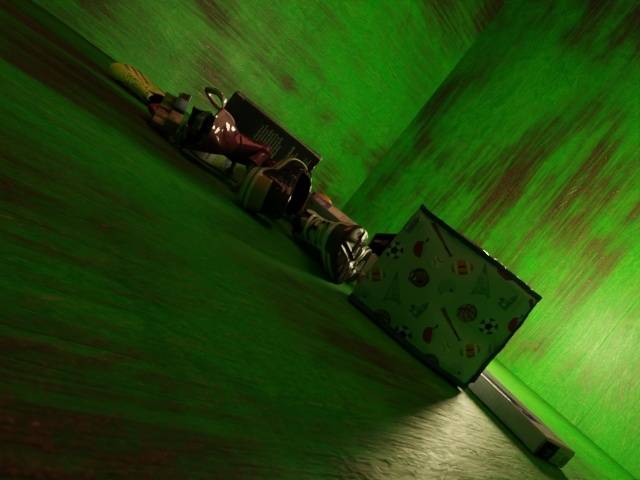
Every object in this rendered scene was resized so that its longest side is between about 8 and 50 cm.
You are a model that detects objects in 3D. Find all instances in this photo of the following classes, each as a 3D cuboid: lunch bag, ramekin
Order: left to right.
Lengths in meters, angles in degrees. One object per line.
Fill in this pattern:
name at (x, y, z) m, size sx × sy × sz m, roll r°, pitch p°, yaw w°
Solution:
ramekin at (0.244, 0.140, 2.040) m, size 0.207 × 0.109 × 0.207 m, roll 37°, pitch 5°, yaw -4°
lunch bag at (0.330, 0.154, 1.362) m, size 0.385 × 0.327 × 0.239 m, roll 38°, pitch 6°, yaw 17°

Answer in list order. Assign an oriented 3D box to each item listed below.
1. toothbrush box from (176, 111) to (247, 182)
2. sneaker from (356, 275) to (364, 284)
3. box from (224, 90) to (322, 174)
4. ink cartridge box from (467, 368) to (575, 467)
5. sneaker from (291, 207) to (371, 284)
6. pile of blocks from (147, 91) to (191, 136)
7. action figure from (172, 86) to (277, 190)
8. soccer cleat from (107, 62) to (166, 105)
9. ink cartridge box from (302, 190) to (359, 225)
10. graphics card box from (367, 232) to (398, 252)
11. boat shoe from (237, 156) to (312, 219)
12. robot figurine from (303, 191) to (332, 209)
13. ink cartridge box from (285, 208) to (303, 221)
toothbrush box at (-0.369, -0.337, 1.925) m, size 0.283 × 0.122 × 0.206 m, roll 30°, pitch 9°, yaw -48°
sneaker at (0.172, 0.173, 1.653) m, size 0.152 × 0.054 × 0.061 m, roll 43°, pitch -10°, yaw 36°
box at (-0.290, -0.445, 2.422) m, size 0.472 × 0.297 × 0.480 m, roll 38°, pitch 6°, yaw -16°
ink cartridge box at (0.514, 0.455, 1.421) m, size 0.176 × 0.069 × 0.371 m, roll 34°, pitch 9°, yaw -35°
sneaker at (0.000, 0.001, 1.531) m, size 0.258 × 0.169 × 0.447 m, roll 31°, pitch -5°, yaw 14°
pile of blocks at (-0.524, -0.455, 1.750) m, size 0.113 × 0.148 × 0.362 m, roll 25°, pitch 8°, yaw -21°
action figure at (-0.282, -0.321, 1.698) m, size 0.370 × 0.275 × 0.248 m, roll 16°, pitch 12°, yaw -38°
soccer cleat at (-0.739, -0.631, 2.114) m, size 0.289 × 0.093 × 0.121 m, roll 35°, pitch 13°, yaw -30°
ink cartridge box at (0.019, -0.041, 1.934) m, size 0.223 × 0.224 × 0.045 m, roll 38°, pitch 50°, yaw 13°
graphics card box at (0.337, 0.066, 2.043) m, size 0.233 × 0.094 × 0.371 m, roll 33°, pitch -3°, yaw -8°
boat shoe at (-0.109, -0.162, 1.659) m, size 0.156 × 0.186 × 0.500 m, roll 26°, pitch 14°, yaw 6°
robot figurine at (-0.013, -0.105, 2.070) m, size 0.128 × 0.158 × 0.219 m, roll 5°, pitch -32°, yaw 3°
ink cartridge box at (-0.157, -0.193, 2.018) m, size 0.235 × 0.056 × 0.171 m, roll 47°, pitch -22°, yaw 33°
